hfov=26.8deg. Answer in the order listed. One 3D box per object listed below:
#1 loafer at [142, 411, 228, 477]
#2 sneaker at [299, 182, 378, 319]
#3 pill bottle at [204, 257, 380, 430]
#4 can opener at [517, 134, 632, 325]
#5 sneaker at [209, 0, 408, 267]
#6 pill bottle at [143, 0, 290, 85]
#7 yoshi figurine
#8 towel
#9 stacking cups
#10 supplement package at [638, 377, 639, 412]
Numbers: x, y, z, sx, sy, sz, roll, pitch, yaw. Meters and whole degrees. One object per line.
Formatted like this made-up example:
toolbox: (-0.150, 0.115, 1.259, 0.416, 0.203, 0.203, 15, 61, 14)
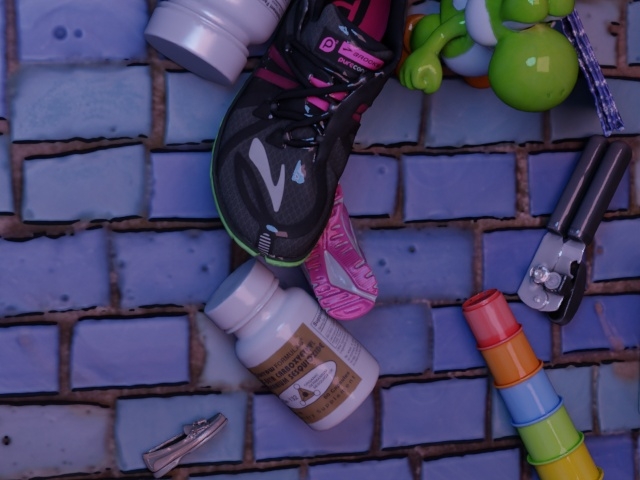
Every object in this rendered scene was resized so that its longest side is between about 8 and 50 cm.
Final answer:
loafer: (-0.184, 0.270, 1.822, 0.125, 0.045, 0.039, -38, 95, -9)
sneaker: (0.000, 0.000, 1.836, 0.103, 0.111, 0.252, -19, 76, -2)
pill bottle: (-0.041, 0.137, 1.810, 0.229, 0.131, 0.131, 45, 81, -13)
can opener: (0.374, -0.018, 1.965, 0.093, 0.074, 0.280, 27, 86, -50)
sneaker: (-0.009, -0.200, 1.726, 0.185, 0.202, 0.483, 20, 72, -9)
pill bottle: (-0.105, -0.356, 1.753, 0.160, 0.160, 0.283, 31, 84, -15)
yoshi figurine: (0.225, -0.237, 1.747, 0.203, 0.362, 0.203, 41, 80, -11)
towel: (0.335, -0.313, 1.856, 0.040, 0.243, 0.336, -23, 100, 14)
stacking cups: (0.305, 0.217, 1.938, 0.096, 0.096, 0.316, -26, 98, -13)
supplement package: (0.565, 0.145, 1.985, 0.139, 0.134, 0.244, 0, 93, -16)
